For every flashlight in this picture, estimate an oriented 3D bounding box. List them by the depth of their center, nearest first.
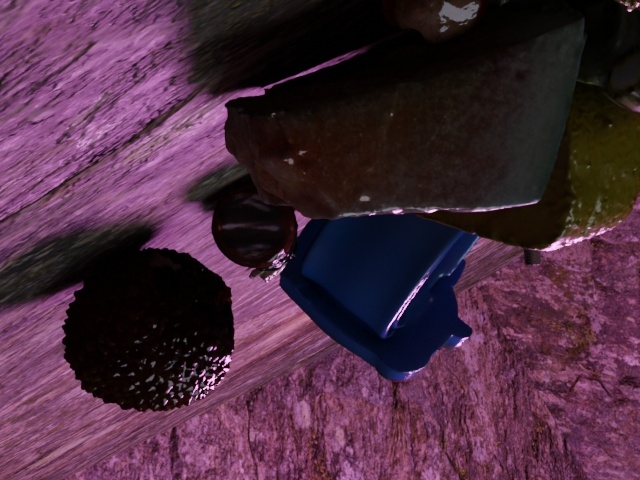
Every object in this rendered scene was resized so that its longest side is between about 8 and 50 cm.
[{"bbox_3d":[-0.067,-0.008,1.718,0.093,0.093,0.232,-29,176,-2],"label":"flashlight"}]

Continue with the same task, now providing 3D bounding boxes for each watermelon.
[{"bbox_3d":[0.067,-0.083,1.306,0.302,0.151,0.264,-21,-167,-18],"label":"watermelon"}]

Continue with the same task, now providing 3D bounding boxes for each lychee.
[{"bbox_3d":[-0.180,0.095,1.646,0.188,0.188,0.188,-29,172,-5],"label":"lychee"}]

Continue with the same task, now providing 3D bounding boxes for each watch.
[{"bbox_3d":[0.121,-0.019,1.870,0.305,0.241,0.274,-47,170,-32],"label":"watch"}]

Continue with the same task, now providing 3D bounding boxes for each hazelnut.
[{"bbox_3d":[0.087,-0.188,1.201,0.086,0.086,0.086,-29,172,-5],"label":"hazelnut"}]

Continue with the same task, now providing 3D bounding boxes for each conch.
[{"bbox_3d":[0.266,-0.190,1.391,0.187,0.181,0.124,-13,-169,24],"label":"conch"}]

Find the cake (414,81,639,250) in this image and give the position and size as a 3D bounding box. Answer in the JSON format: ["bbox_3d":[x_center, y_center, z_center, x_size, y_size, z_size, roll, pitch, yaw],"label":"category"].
[{"bbox_3d":[0.178,-0.102,1.519,0.156,0.179,0.260,-13,-157,-42],"label":"cake"}]

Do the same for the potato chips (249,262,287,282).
[{"bbox_3d":[0.000,0.001,2.156,0.207,0.028,0.092,-34,169,19],"label":"potato chips"}]

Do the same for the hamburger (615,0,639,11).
[{"bbox_3d":[0.285,-0.259,1.210,0.262,0.138,0.243,-28,172,-19],"label":"hamburger"}]

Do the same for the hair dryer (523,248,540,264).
[{"bbox_3d":[0.197,-0.110,1.731,0.088,0.224,0.219,-2,159,38],"label":"hair dryer"}]
